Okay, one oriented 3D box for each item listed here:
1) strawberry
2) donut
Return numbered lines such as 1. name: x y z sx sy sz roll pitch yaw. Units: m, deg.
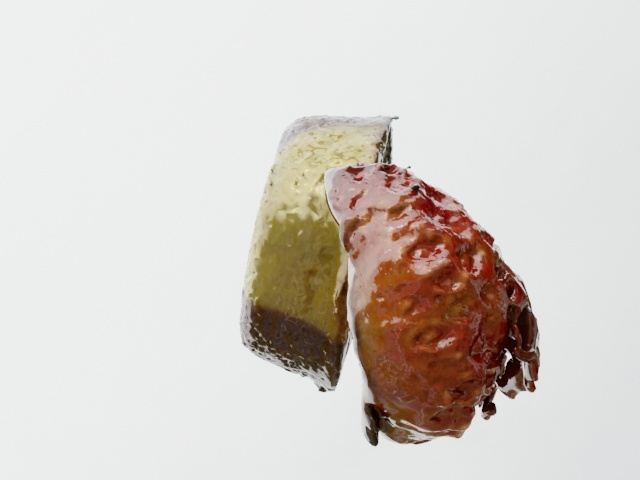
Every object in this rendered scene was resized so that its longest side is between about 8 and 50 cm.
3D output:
1. strawberry: 0.049 0.027 0.532 0.082 0.121 0.188 -13 -9 5
2. donut: 0.000 0.000 0.727 0.184 0.073 0.166 -74 -5 -53
